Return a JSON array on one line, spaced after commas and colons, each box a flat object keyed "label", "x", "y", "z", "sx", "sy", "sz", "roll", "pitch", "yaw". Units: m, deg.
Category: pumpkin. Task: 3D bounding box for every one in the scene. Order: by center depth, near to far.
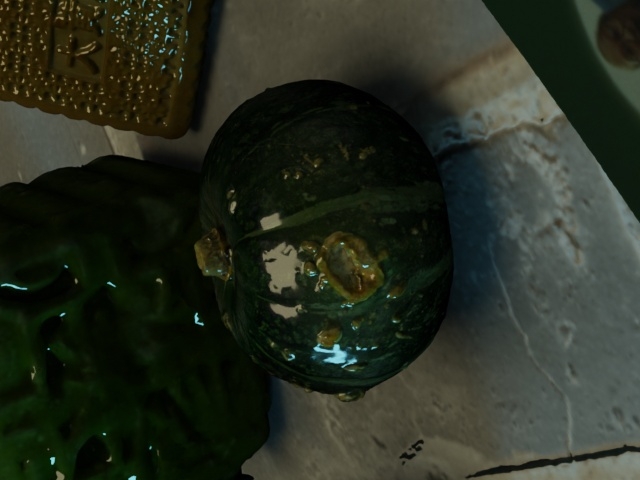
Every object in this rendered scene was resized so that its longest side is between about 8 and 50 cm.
[{"label": "pumpkin", "x": 0.000, "y": -0.002, "z": 1.072, "sx": 0.190, "sy": 0.146, "sz": 0.190, "roll": 47, "pitch": 155, "yaw": 30}]

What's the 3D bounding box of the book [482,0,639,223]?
[{"label": "book", "x": 0.212, "y": -0.138, "z": 0.774, "sx": 0.260, "sy": 0.043, "sz": 0.371, "roll": 57, "pitch": 146, "yaw": 9}]

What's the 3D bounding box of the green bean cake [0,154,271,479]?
[{"label": "green bean cake", "x": -0.176, "y": 0.082, "z": 1.275, "sx": 0.156, "sy": 0.250, "sz": 0.246, "roll": 17, "pitch": 121, "yaw": 50}]

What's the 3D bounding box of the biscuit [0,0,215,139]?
[{"label": "biscuit", "x": -0.153, "y": -0.179, "z": 1.199, "sx": 0.172, "sy": 0.029, "sz": 0.254, "roll": 14, "pitch": 133, "yaw": 1}]
